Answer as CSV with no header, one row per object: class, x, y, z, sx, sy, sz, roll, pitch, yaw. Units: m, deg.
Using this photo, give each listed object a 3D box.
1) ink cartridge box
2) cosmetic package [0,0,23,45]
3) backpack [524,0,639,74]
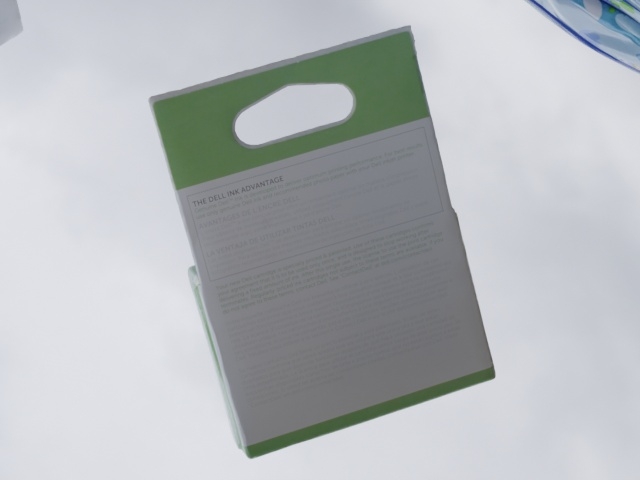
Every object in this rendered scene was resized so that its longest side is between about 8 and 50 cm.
ink cartridge box,0.000,0.000,1.014,0.056,0.171,0.235,-143,37,-75
cosmetic package,-0.319,-0.199,1.100,0.183,0.151,0.151,51,165,13
backpack,0.208,-0.211,0.859,0.355,0.290,0.273,43,-179,-16
